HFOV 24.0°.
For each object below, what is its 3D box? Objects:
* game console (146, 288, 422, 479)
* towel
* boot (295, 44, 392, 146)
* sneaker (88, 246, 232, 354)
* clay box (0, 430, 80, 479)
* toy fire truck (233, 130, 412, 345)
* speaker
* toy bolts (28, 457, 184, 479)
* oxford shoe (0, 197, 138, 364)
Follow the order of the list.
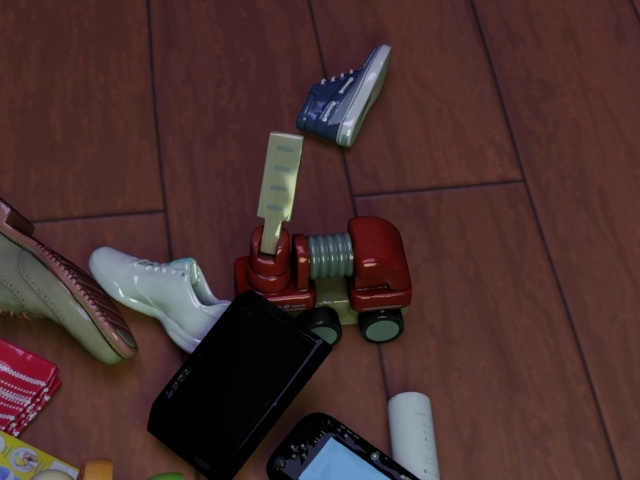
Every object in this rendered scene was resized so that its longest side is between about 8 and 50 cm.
[{"bbox_3d":[-0.016,0.228,1.738,0.361,0.044,0.213,33,80,24],"label":"game console"},{"bbox_3d":[-0.464,0.213,1.799,0.198,0.031,0.275,24,53,19],"label":"towel"},{"bbox_3d":[0.036,-0.220,2.156,0.086,0.069,0.190,19,53,11],"label":"boot"},{"bbox_3d":[-0.194,0.052,1.890,0.212,0.094,0.080,34,24,17],"label":"sneaker"},{"bbox_3d":[-0.380,0.281,1.700,0.222,0.053,0.127,26,53,4],"label":"clay box"},{"bbox_3d":[0.000,0.000,1.851,0.217,0.246,0.159,-5,50,-6],"label":"toy fire truck"},{"bbox_3d":[0.110,0.247,1.770,0.055,0.055,0.136,-2,50,-3],"label":"speaker"},{"bbox_3d":[-0.253,0.347,1.589,0.158,0.218,0.229,12,76,-12],"label":"toy bolts"},{"bbox_3d":[-0.371,0.062,1.899,0.348,0.123,0.130,39,85,26],"label":"oxford shoe"}]
